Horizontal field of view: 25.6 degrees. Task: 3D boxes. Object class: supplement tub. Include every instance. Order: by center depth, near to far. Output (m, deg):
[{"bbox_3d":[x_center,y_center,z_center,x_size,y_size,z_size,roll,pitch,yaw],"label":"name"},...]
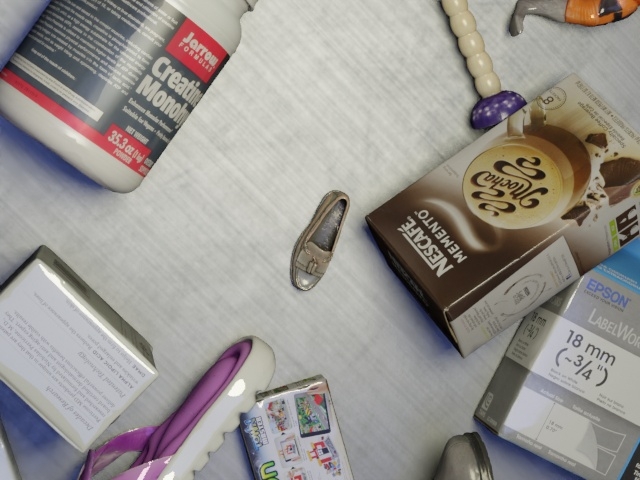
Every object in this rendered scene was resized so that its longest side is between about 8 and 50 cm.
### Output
[{"bbox_3d":[-0.206,-0.206,1.513,0.191,0.191,0.272,35,89,-10],"label":"supplement tub"}]

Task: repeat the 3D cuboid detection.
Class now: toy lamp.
[{"bbox_3d":[0.156,-0.266,1.625,0.080,0.080,0.275,-22,99,-7],"label":"toy lamp"}]

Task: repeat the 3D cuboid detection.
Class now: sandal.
[{"bbox_3d":[-0.215,0.256,1.566,0.102,0.169,0.416,43,75,-12],"label":"sandal"}]

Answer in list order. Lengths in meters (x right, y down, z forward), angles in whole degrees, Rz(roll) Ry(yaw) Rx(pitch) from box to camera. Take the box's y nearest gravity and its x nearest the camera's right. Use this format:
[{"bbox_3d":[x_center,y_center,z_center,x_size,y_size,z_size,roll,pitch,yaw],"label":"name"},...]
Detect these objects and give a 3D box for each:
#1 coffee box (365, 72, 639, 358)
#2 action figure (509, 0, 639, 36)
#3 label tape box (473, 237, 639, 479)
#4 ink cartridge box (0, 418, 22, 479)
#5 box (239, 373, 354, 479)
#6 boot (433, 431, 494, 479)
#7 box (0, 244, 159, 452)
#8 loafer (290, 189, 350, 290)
[{"bbox_3d":[0.224,-0.029,1.593,0.297,0.119,0.168,-35,55,-6],"label":"coffee box"},{"bbox_3d":[0.398,-0.369,1.609,0.330,0.178,0.341,0,119,-14],"label":"action figure"},{"bbox_3d":[0.369,0.124,1.672,0.240,0.106,0.334,27,90,-11],"label":"label tape box"},{"bbox_3d":[-0.453,0.226,1.577,0.189,0.066,0.232,-18,101,-7],"label":"ink cartridge box"},{"bbox_3d":[-0.022,0.272,1.656,0.114,0.036,0.207,-16,97,-7],"label":"box"},{"bbox_3d":[0.067,0.370,1.608,0.222,0.118,0.338,7,107,-10],"label":"boot"},{"bbox_3d":[-0.280,0.112,1.530,0.119,0.181,0.182,-45,100,-3],"label":"box"},{"bbox_3d":[0.000,0.000,1.637,0.045,0.039,0.125,23,90,-11],"label":"loafer"}]
